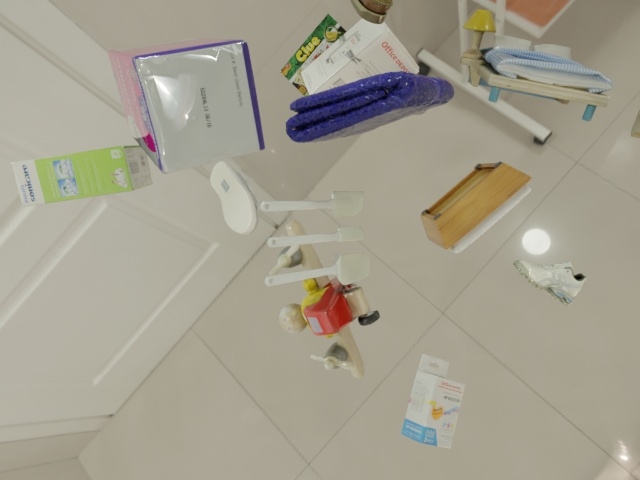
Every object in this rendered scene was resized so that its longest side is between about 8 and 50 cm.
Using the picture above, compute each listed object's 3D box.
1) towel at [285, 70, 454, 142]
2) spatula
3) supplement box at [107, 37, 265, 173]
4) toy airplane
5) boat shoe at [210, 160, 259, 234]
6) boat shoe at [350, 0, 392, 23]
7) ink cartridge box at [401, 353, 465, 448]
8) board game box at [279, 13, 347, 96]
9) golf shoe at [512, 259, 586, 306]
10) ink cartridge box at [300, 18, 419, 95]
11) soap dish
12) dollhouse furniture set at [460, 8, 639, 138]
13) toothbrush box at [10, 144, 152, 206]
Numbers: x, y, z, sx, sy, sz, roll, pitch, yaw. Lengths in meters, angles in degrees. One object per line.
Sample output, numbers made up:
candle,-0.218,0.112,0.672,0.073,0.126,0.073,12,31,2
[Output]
towel,0.094,-0.243,0.873,0.227,0.308,0.076,-15,97,28
spatula,0.000,0.000,0.862,0.019,0.242,0.168,5,98,46
supplement box,-0.160,-0.164,0.567,0.113,0.111,0.220,-18,27,-21
toy airplane,0.007,0.177,1.446,0.272,0.384,0.386,-25,51,3
boat shoe,-0.139,-0.070,0.868,0.066,0.063,0.184,-57,43,15
boat shoe,0.106,-0.687,1.271,0.110,0.104,0.307,-10,59,-33
ink cartridge box,0.256,0.355,1.106,0.061,0.104,0.181,2,72,54
board game box,-0.011,-0.647,1.755,0.136,0.030,0.260,45,107,3
golf shoe,0.500,0.070,1.086,0.086,0.176,0.069,-56,22,19
ink cartridge box,0.118,-0.501,1.480,0.283,0.207,0.117,-35,55,23
soap dish,0.426,-0.102,1.416,0.291,0.229,0.118,-41,96,5
dollhouse furniture set,0.317,-0.233,0.541,0.303,0.286,0.198,14,115,8
toothbrush box,-0.628,-0.179,1.345,0.283,0.206,0.122,-10,102,-2
